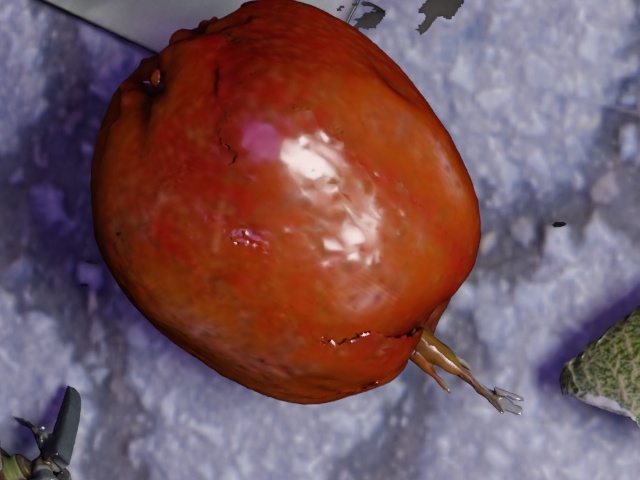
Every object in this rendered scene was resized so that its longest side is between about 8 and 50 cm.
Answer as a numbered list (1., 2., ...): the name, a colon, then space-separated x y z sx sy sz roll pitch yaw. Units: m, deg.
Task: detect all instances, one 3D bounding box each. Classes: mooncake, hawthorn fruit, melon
1. mooncake: -0.033 -0.246 0.823 0.347 0.057 0.150 39 55 12
2. hawthorn fruit: 0.000 0.000 0.743 0.299 0.211 0.211 43 88 -1
3. melon: 0.248 0.060 0.762 0.203 0.093 0.139 7 85 15

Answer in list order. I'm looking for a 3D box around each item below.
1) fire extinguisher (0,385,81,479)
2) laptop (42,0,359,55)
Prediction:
1. fire extinguisher: -0.256 0.189 0.791 0.269 0.105 0.105 -35 80 0
2. laptop: -0.092 -0.218 0.870 0.269 0.015 0.187 26 84 9
